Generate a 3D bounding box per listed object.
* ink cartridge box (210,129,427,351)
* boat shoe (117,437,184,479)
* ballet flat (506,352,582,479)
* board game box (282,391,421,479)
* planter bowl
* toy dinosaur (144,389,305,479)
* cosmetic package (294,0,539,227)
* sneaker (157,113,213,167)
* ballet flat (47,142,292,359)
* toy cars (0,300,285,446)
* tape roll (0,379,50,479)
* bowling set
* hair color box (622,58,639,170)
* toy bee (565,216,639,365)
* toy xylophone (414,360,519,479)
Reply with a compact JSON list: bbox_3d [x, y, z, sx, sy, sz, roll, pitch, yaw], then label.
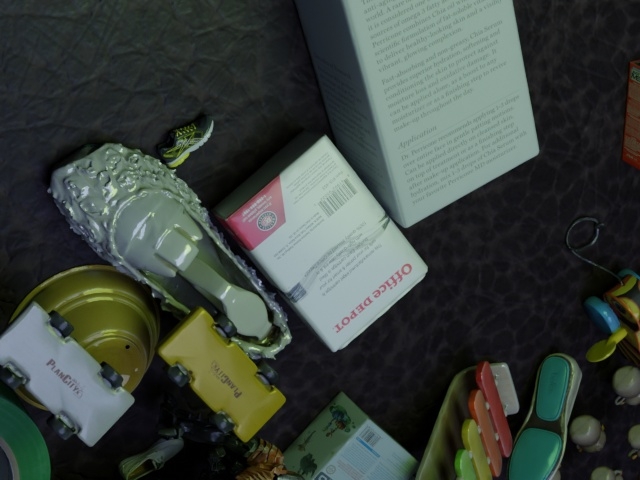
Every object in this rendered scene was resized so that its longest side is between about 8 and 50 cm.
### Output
[{"bbox_3d":[0.000,0.000,1.730,0.172,0.100,0.237,-41,108,-7],"label":"ink cartridge box"},{"bbox_3d":[-0.232,0.307,1.833,0.100,0.035,0.035,-23,125,-20],"label":"boat shoe"},{"bbox_3d":[0.374,0.309,2.164,0.086,0.086,0.248,26,81,-39],"label":"ballet flat"},{"bbox_3d":[0.007,0.411,2.002,0.303,0.097,0.224,-47,128,-4],"label":"board game box"},{"bbox_3d":[-0.288,0.147,1.679,0.217,0.090,0.217,-15,121,-26],"label":"planter bowl"},{"bbox_3d":[-0.119,0.299,1.757,0.218,0.164,0.322,13,154,-6],"label":"toy dinosaur"},{"bbox_3d":[0.110,-0.272,1.661,0.230,0.161,0.453,-28,126,-17],"label":"cosmetic package"},{"bbox_3d":[-0.169,-0.129,1.645,0.083,0.031,0.035,-48,129,-2],"label":"sneaker"},{"bbox_3d":[-0.165,0.023,1.664,0.147,0.147,0.409,-47,129,-2],"label":"ballet flat"},{"bbox_3d":[-0.227,0.157,1.613,0.393,0.087,0.177,4,100,-29],"label":"toy cars"},{"bbox_3d":[-0.502,0.305,1.636,0.321,0.077,0.321,-15,122,-26],"label":"tape roll"},{"bbox_3d":[0.501,0.374,2.221,0.287,0.200,0.154,-44,153,3],"label":"bowling set"},{"bbox_3d":[0.522,-0.201,2.029,0.093,0.053,0.167,-16,123,-23],"label":"hair color box"},{"bbox_3d":[0.495,0.120,2.113,0.298,0.162,0.195,31,98,-39],"label":"toy bee"},{"bbox_3d":[0.234,0.350,2.044,0.236,0.081,0.323,63,37,-42],"label":"toy xylophone"}]
